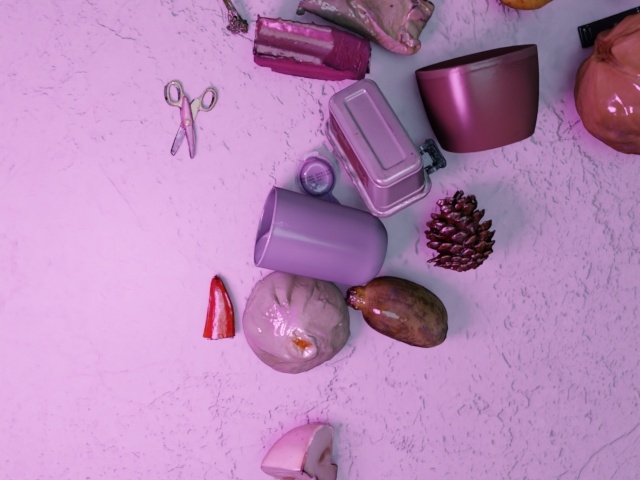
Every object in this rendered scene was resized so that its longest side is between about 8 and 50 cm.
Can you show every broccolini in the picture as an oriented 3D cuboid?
[{"bbox_3d":[-0.234,-0.598,1.491,0.054,0.052,0.194,-26,101,-7],"label":"broccolini"}]

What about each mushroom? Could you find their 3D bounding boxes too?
[{"bbox_3d":[-0.056,0.583,1.678,0.236,0.173,0.162,57,44,-47],"label":"mushroom"}]

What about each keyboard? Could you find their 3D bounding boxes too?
[{"bbox_3d":[0.800,-0.583,1.650,0.204,0.013,0.061,-20,101,-5],"label":"keyboard"}]

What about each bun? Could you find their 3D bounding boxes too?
[{"bbox_3d":[-0.061,0.222,1.578,0.293,0.187,0.293,-1,98,-5],"label":"bun"}]

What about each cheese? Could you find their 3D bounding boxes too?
[{"bbox_3d":[-0.003,-0.141,1.598,0.105,0.042,0.191,-18,109,-2],"label":"cheese"}]

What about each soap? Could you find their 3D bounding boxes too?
[{"bbox_3d":[-0.017,-0.458,1.478,0.289,0.182,0.112,9,98,-5],"label":"soap"}]

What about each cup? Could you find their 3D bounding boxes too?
[{"bbox_3d":[0.000,0.000,1.535,0.312,0.205,0.206,14,97,-15],"label":"cup"}]

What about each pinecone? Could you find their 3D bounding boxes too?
[{"bbox_3d":[0.361,-0.021,1.598,0.184,0.179,0.205,-26,98,-42],"label":"pinecone"}]

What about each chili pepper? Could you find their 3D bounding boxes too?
[{"bbox_3d":[-0.271,0.175,1.609,0.088,0.065,0.169,-4,95,-23],"label":"chili pepper"}]

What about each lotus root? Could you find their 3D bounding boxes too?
[{"bbox_3d":[0.210,0.189,1.609,0.309,0.173,0.173,23,95,-23],"label":"lotus root"}]

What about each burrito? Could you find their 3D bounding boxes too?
[{"bbox_3d":[0.116,-0.579,1.510,0.347,0.107,0.175,14,67,-15],"label":"burrito"}]

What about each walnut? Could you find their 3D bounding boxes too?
[{"bbox_3d":[0.843,-0.388,1.541,0.383,0.383,0.384,-1,99,-7],"label":"walnut"}]

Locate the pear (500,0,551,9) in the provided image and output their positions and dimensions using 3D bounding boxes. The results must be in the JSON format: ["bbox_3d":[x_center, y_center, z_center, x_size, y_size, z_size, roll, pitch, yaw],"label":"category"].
[{"bbox_3d":[0.514,-0.679,1.502,0.197,0.197,0.197,-1,99,-7],"label":"pear"}]

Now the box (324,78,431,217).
[{"bbox_3d":[0.134,-0.235,1.475,0.175,0.182,0.312,-28,74,-1],"label":"box"}]

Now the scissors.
[{"bbox_3d":[-0.339,-0.303,1.539,0.133,0.020,0.187,9,96,-6],"label":"scissors"}]

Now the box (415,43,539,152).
[{"bbox_3d":[0.396,-0.348,1.498,0.301,0.301,0.216,-16,105,-5],"label":"box"}]

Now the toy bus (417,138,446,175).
[{"bbox_3d":[0.228,-0.182,1.598,0.194,0.089,0.087,-33,94,-1],"label":"toy bus"}]
